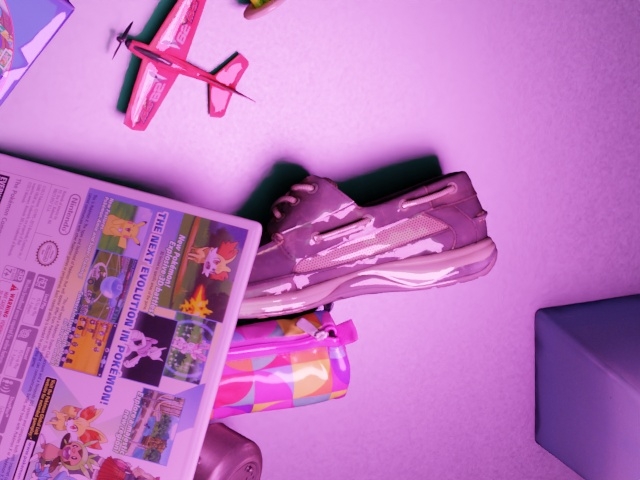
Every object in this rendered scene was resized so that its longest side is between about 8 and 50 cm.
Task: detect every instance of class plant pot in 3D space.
[{"bbox_3d":[0.349,0.177,1.687,0.165,0.234,0.166,-7,108,-14],"label":"plant pot"}]

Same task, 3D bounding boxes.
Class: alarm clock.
[{"bbox_3d":[-0.103,0.254,1.621,0.064,0.192,0.129,26,98,18],"label":"alarm clock"}]

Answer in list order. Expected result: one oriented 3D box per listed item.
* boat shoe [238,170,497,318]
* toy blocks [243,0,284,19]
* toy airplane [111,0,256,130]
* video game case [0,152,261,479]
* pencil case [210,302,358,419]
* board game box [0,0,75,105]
[{"bbox_3d":[0.000,0.000,1.602,0.355,0.132,0.130,-9,91,-15],"label":"boat shoe"},{"bbox_3d":[-0.059,-0.304,1.513,0.123,0.054,0.148,-34,113,-5],"label":"toy blocks"},{"bbox_3d":[-0.131,-0.169,1.548,0.151,0.028,0.151,-5,109,-15],"label":"toy airplane"},{"bbox_3d":[-0.237,0.093,1.448,0.299,0.036,0.329,15,64,0],"label":"video game case"},{"bbox_3d":[-0.083,0.130,1.618,0.236,0.104,0.104,-11,109,-14],"label":"pencil case"},{"bbox_3d":[-0.430,-0.224,1.414,0.347,0.078,0.233,37,94,-23],"label":"board game box"}]
